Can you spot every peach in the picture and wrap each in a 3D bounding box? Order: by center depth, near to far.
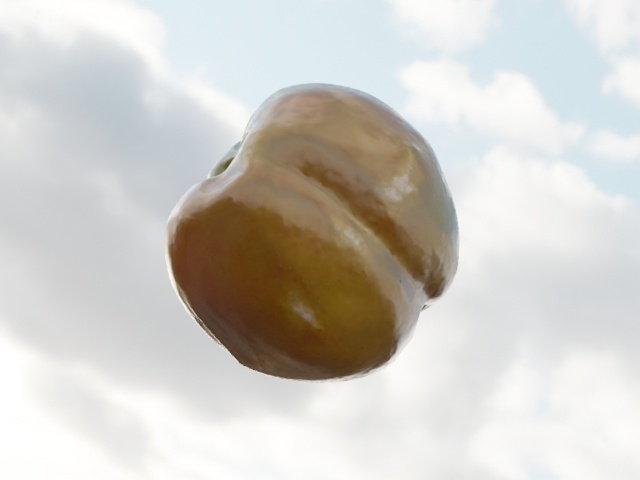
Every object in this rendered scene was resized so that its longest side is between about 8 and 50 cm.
[{"bbox_3d":[0.000,0.000,0.735,0.138,0.138,0.138,22,-22,9],"label":"peach"}]
